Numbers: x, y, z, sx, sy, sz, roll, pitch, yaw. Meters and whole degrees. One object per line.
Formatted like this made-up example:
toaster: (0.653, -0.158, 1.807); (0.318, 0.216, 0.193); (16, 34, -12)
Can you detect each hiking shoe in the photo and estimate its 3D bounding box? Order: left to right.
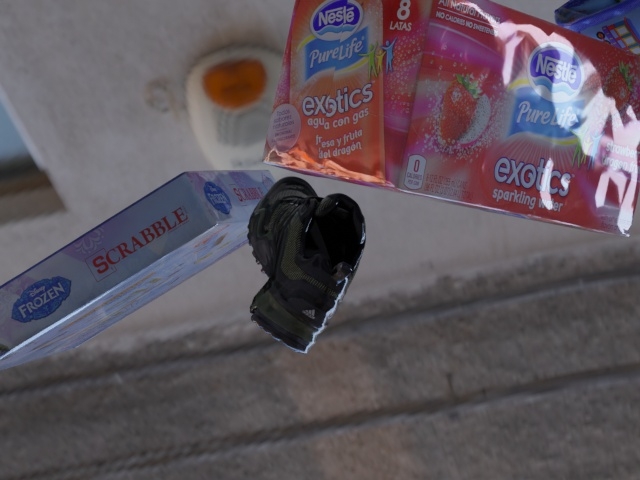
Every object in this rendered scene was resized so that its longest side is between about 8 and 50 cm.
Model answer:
hiking shoe: (0.000, 0.000, 1.385); (0.114, 0.086, 0.227); (-45, -155, 23)

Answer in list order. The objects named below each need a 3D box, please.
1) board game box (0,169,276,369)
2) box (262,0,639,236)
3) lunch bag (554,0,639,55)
board game box: (-0.209, 0.030, 1.697); (0.319, 0.318, 0.066); (-31, -94, 12)
box: (0.119, -0.102, 1.238); (0.142, 0.300, 0.154); (13, -88, 44)
lunch bag: (0.356, -0.156, 1.362); (0.293, 0.221, 0.138); (-27, -154, 34)
